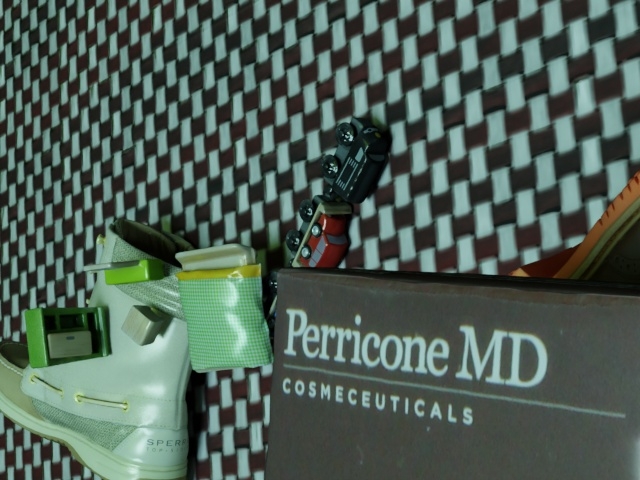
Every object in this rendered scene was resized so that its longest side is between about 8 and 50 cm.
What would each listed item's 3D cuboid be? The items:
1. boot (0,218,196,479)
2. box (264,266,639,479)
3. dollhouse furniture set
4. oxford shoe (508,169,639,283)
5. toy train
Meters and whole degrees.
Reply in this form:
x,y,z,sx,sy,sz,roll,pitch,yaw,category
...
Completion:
x,y,z,sx,sy,sz,roll,pitch,yaw,category
-0.153,0.063,1.024,0.213,0.077,0.165,23,105,43,boot
0.079,0.203,0.512,0.191,0.143,0.381,2,87,50,box
-0.107,0.047,0.905,0.151,0.058,0.076,-8,86,33,dollhouse furniture set
0.164,0.016,0.633,0.098,0.097,0.271,57,136,13,oxford shoe
0.000,0.000,0.879,0.036,0.027,0.158,44,120,33,toy train
